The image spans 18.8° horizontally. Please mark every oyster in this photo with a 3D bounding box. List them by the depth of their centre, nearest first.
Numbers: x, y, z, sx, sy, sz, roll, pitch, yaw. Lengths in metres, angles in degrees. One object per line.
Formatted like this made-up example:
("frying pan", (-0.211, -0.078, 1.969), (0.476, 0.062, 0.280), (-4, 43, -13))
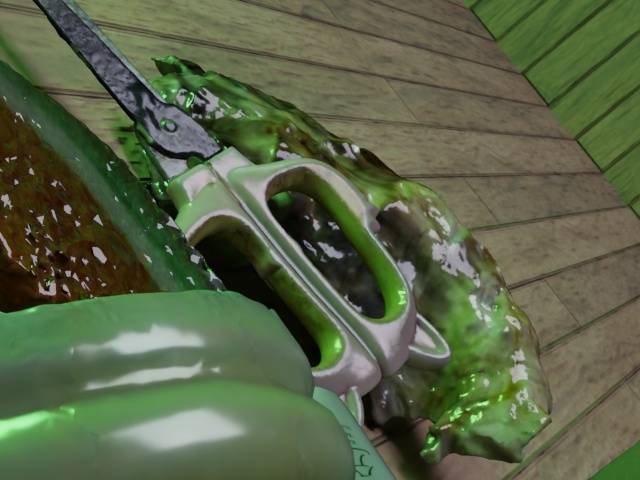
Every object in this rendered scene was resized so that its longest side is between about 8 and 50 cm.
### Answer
("oyster", (0.006, -0.008, 1.116), (0.271, 0.100, 0.275), (23, 31, -30))

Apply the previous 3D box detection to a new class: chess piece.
("chess piece", (-0.038, 0.174, 0.445), (0.176, 0.176, 0.298), (24, 42, -61))

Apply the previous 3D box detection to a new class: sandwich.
("sandwich", (-0.127, -0.008, 0.723), (0.235, 0.079, 0.159), (47, 14, -13))

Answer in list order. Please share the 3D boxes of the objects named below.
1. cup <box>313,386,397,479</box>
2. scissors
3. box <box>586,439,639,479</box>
("cup", (-0.008, 0.120, 0.814), (0.104, 0.074, 0.116), (5, 35, -30))
("scissors", (-0.063, -0.037, 0.999), (0.317, 0.024, 0.160), (49, 45, 7))
("box", (0.238, 0.247, 0.984), (0.225, 0.190, 0.297), (46, 16, -17))
